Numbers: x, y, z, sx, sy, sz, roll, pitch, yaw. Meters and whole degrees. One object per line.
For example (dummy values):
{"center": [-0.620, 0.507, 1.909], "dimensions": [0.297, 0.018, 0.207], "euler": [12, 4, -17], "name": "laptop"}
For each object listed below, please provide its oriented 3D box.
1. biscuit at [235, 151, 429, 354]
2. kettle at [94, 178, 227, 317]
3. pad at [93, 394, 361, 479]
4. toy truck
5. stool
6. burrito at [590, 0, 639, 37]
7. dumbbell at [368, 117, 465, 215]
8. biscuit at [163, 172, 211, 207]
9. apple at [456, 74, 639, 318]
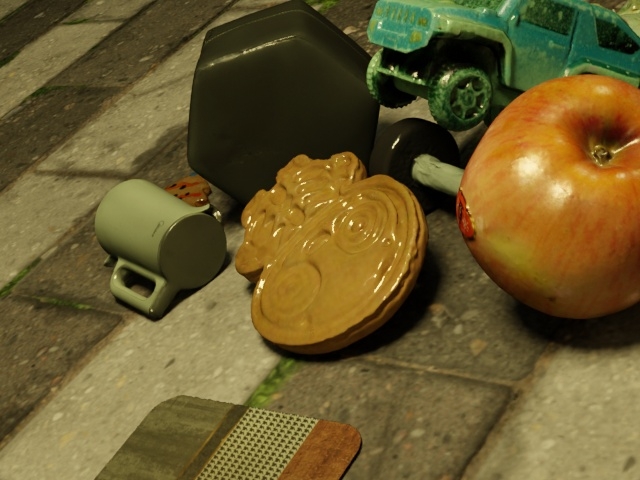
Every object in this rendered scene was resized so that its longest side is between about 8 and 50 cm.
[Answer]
{"center": [0.000, -0.001, 1.125], "dimensions": [0.202, 0.044, 0.289], "euler": [-42, 37, 7], "name": "biscuit"}
{"center": [-0.188, 0.001, 1.270], "dimensions": [0.127, 0.098, 0.148], "euler": [-33, 34, -25], "name": "kettle"}
{"center": [-0.143, 0.231, 0.911], "dimensions": [0.250, 0.055, 0.323], "euler": [3, 22, 38], "name": "pad"}
{"center": [0.187, -0.182, 1.148], "dimensions": [0.278, 0.156, 0.155], "euler": [11, 11, -29], "name": "toy truck"}
{"center": [-0.042, -0.150, 1.290], "dimensions": [0.232, 0.232, 0.141], "euler": [-19, 28, 9], "name": "stool"}
{"center": [0.380, -0.222, 1.231], "dimensions": [0.144, 0.089, 0.229], "euler": [-20, 28, -21], "name": "burrito"}
{"center": [0.138, -0.057, 1.124], "dimensions": [0.100, 0.100, 0.191], "euler": [-34, 32, -17], "name": "dumbbell"}
{"center": [-0.184, -0.047, 1.418], "dimensions": [0.119, 0.019, 0.130], "euler": [-4, 35, 31], "name": "biscuit"}
{"center": [0.215, -0.037, 0.941], "dimensions": [0.209, 0.164, 0.209], "euler": [3, 64, -7], "name": "apple"}
